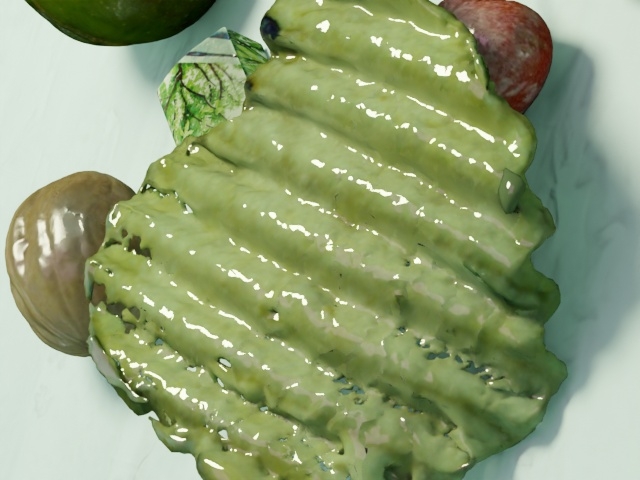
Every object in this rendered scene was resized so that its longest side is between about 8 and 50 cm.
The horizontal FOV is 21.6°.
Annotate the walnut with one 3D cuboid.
[{"bbox_3d":[-0.203,0.020,1.443,0.140,0.140,0.162,-25,47,37],"label":"walnut"}]

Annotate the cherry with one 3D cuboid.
[{"bbox_3d":[0.134,-0.168,1.214,0.107,0.090,0.226,8,70,60],"label":"cherry"}]

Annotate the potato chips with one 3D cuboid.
[{"bbox_3d":[0.003,0.006,1.194,0.373,0.097,0.389,-49,58,18],"label":"potato chips"}]

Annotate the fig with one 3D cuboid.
[{"bbox_3d":[-0.202,-0.265,1.493,0.195,0.244,0.195,-4,86,52],"label":"fig"}]

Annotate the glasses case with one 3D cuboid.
[{"bbox_3d":[-0.059,-0.053,1.377,0.095,0.062,0.272,-45,46,23],"label":"glasses case"}]
